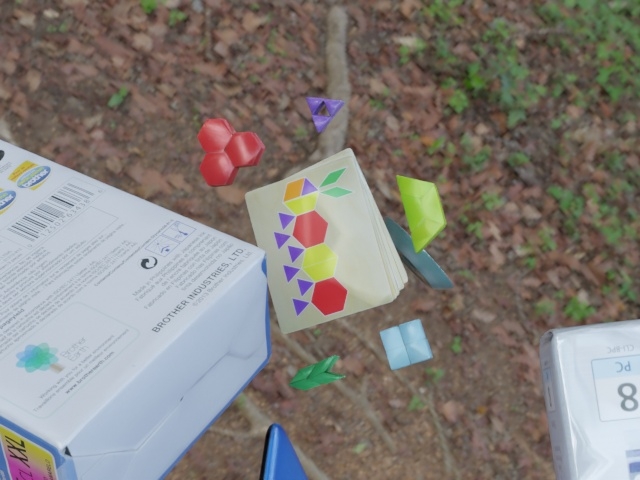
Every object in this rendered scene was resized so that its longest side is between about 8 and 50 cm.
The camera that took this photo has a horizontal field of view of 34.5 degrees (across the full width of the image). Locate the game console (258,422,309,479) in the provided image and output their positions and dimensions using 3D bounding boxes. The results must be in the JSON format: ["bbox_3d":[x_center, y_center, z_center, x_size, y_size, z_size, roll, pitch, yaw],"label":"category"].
[{"bbox_3d":[-0.076,0.357,0.912,0.173,0.250,0.293,37,35,-23],"label":"game console"}]

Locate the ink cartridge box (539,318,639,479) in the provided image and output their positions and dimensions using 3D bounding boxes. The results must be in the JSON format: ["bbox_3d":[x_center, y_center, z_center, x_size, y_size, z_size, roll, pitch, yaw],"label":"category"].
[{"bbox_3d":[0.358,0.246,0.825,0.308,0.091,0.385,-6,78,1],"label":"ink cartridge box"}]

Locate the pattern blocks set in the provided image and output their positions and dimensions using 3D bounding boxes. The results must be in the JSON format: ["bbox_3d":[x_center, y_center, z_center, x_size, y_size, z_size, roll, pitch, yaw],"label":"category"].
[{"bbox_3d":[0.000,0.000,1.154,0.026,0.285,0.325,15,66,-73],"label":"pattern blocks set"}]

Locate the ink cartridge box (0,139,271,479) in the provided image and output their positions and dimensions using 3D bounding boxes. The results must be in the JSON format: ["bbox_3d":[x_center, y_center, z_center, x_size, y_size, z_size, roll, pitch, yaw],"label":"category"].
[{"bbox_3d":[-0.278,0.061,0.920,0.395,0.151,0.270,23,43,22],"label":"ink cartridge box"}]

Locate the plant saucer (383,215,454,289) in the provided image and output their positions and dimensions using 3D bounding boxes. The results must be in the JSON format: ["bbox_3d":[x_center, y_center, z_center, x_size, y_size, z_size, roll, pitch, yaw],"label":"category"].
[{"bbox_3d":[0.112,0.021,1.244,0.119,0.021,0.119,46,-2,3],"label":"plant saucer"}]
